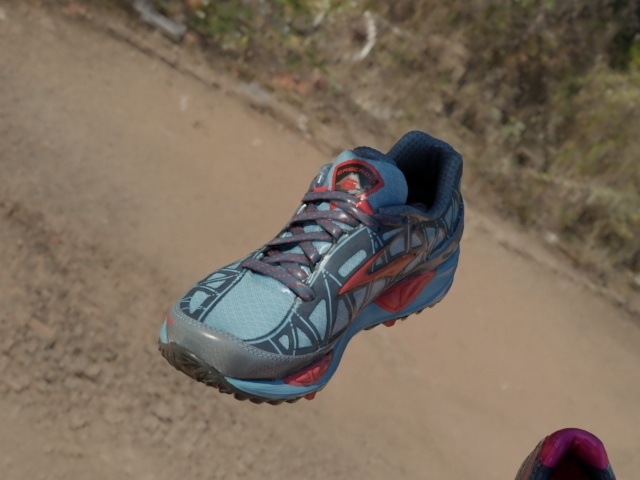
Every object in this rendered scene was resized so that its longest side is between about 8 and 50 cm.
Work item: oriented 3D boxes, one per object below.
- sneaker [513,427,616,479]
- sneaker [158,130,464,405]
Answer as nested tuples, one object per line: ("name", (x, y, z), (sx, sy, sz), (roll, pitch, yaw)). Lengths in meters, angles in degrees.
("sneaker", (0.189, 0.281, 1.009), (0.121, 0.112, 0.299), (2, 47, -10))
("sneaker", (0.000, 0.000, 0.807), (0.104, 0.125, 0.262), (28, 34, 24))
